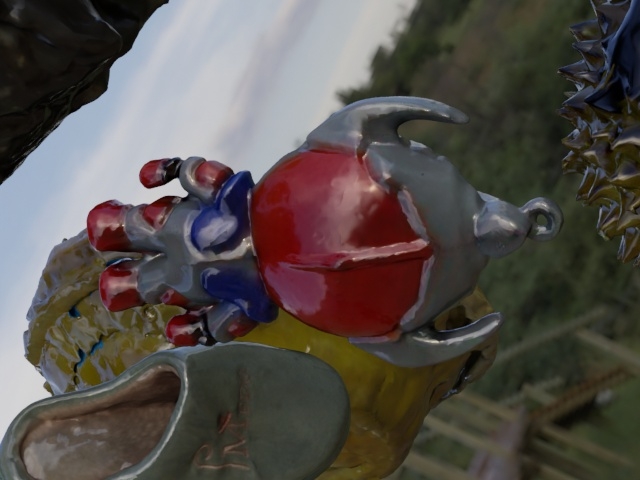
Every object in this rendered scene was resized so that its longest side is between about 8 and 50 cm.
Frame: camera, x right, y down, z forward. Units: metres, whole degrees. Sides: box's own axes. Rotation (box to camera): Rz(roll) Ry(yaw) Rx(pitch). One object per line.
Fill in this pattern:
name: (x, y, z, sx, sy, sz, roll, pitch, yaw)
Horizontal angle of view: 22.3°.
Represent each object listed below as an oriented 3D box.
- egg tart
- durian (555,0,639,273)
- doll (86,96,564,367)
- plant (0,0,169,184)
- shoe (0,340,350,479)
egg tart: (-0.051, 0.107, 1.278, 0.388, 0.388, 0.169, 112, 160, -59)
durian: (0.166, -0.051, 0.597, 0.193, 0.138, 0.237, -59, 16, -5)
doll: (0.000, 0.001, 0.644, 0.062, 0.195, 0.104, 2, -97, -69)
plant: (-0.188, -0.152, 0.891, 0.276, 0.199, 0.188, -47, 3, 37)
shoe: (-0.070, 0.094, 0.834, 0.078, 0.195, 0.079, 107, 146, -55)
